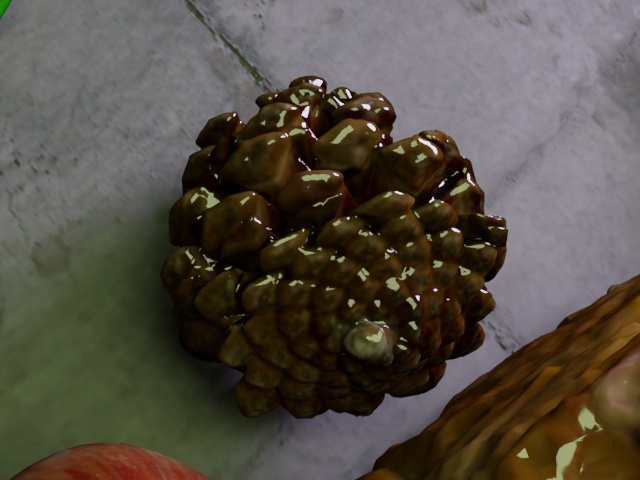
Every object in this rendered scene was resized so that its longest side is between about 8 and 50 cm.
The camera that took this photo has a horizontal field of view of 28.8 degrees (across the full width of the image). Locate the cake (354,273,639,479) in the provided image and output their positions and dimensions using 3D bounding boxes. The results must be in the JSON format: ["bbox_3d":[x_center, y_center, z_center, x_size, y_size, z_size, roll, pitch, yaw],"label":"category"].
[{"bbox_3d":[0.193,0.167,0.526,0.314,0.293,0.306,-33,85,-22],"label":"cake"}]

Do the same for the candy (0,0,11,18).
[{"bbox_3d":[-0.189,-0.148,0.616,0.102,0.032,0.178,26,66,-9],"label":"candy"}]

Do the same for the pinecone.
[{"bbox_3d":[0.000,0.000,0.583,0.174,0.173,0.173,7,70,-20],"label":"pinecone"}]

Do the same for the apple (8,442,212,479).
[{"bbox_3d":[-0.090,0.158,0.500,0.146,0.131,0.146,12,69,-34],"label":"apple"}]
